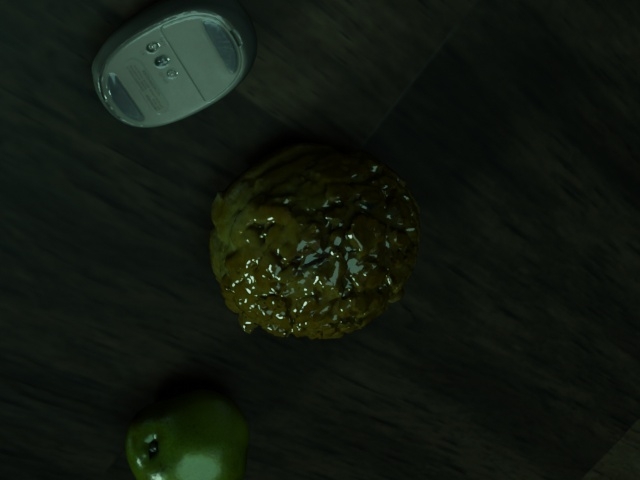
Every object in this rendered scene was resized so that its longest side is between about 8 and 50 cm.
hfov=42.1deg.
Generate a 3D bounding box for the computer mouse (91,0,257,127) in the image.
[{"bbox_3d":[-0.083,-0.106,0.476,0.096,0.039,0.066,-28,128,3],"label":"computer mouse"}]

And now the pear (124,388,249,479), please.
[{"bbox_3d":[-0.097,0.156,0.605,0.097,0.092,0.092,17,112,-33],"label":"pear"}]

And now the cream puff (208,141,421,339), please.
[{"bbox_3d":[0.002,0.004,0.543,0.144,0.103,0.126,-19,125,-20],"label":"cream puff"}]
